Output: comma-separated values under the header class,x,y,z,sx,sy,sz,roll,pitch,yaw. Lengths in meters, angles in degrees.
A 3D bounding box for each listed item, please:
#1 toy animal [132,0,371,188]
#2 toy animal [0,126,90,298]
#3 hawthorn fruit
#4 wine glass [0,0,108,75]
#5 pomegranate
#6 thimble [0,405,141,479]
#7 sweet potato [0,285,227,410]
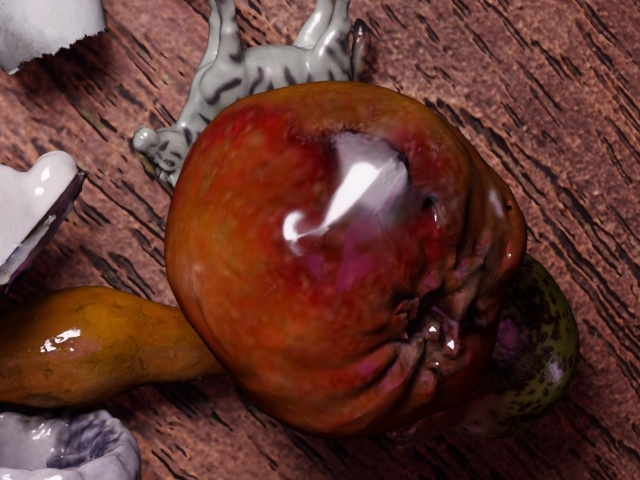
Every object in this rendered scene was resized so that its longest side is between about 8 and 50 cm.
class,x,y,z,sx,sy,sz,roll,pitch,yaw
toy animal,-0.074,-0.173,1.216,0.255,0.090,0.170,-25,125,-5
toy animal,-0.357,-0.032,1.087,0.289,0.174,0.249,48,41,10
hawthorn fruit,0.015,0.002,1.105,0.308,0.325,0.308,-12,134,-13
wine glass,-0.279,-0.272,1.115,0.126,0.126,0.241,-25,102,-14
pomegranate,0.132,0.114,1.258,0.248,0.214,0.214,-43,111,-36
thimble,-0.259,0.241,1.132,0.217,0.245,0.157,7,97,2
sweet potato,-0.221,0.098,1.196,0.359,0.112,0.112,-10,101,-20
